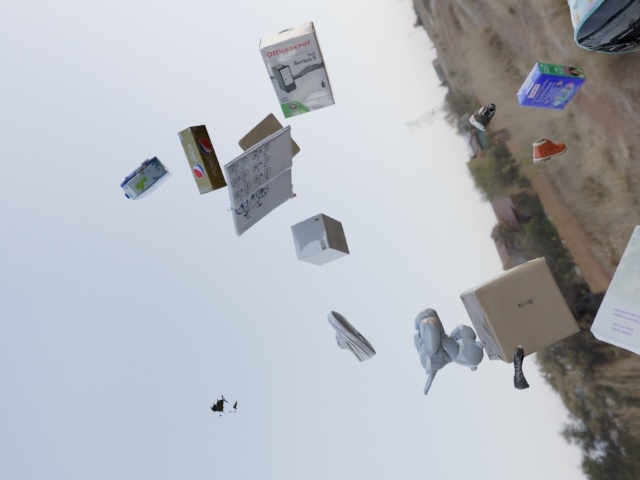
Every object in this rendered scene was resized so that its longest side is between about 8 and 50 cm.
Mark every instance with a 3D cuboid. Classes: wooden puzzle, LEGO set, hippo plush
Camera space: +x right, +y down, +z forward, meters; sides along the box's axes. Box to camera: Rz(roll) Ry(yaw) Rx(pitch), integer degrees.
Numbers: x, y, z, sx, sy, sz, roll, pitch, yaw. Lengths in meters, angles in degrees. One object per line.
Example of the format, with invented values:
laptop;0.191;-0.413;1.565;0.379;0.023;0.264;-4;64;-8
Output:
wooden puzzle;-0.242;-0.447;2.177;0.238;0.221;0.044;50;173;-27
LEGO set;-0.266;0.453;1.247;0.083;0.023;0.054;36;-124;-29
hippo plush;0.485;0.378;1.697;0.294;0.236;0.234;-89;-3;-58

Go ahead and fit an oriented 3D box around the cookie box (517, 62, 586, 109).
cookie box;0.516;-0.346;1.030;0.092;0.107;0.040;105;167;-58

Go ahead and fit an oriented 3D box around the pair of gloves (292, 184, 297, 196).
pair of gloves;-0.157;-0.246;2.278;0.074;0.010;0.083;-13;-97;-40

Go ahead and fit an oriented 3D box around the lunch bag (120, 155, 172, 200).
lunch bag;-0.639;-0.222;1.680;0.090;0.176;0.219;49;173;-12

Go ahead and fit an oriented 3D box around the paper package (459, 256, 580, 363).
paper package;0.761;0.273;1.770;0.168;0.325;0.309;105;142;-78

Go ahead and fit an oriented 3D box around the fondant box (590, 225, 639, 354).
fondant box;0.905;0.146;1.198;0.096;0.238;0.330;32;-97;-42

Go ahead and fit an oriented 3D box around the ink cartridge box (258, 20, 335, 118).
ink cartridge box;-0.078;-0.600;1.626;0.115;0.198;0.273;-92;-15;-46

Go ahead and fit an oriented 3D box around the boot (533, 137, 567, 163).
boot;0.863;-0.353;1.723;0.158;0.059;0.084;-23;-77;-22

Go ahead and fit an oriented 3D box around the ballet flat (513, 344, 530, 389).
ballet flat;0.666;0.420;1.515;0.057;0.049;0.173;62;-145;-31

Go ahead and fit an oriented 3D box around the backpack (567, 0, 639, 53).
backpack;0.404;-0.329;0.560;0.188;0.166;0.144;103;163;-66

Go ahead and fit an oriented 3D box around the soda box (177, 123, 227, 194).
soda box;-0.326;-0.223;1.268;0.061;0.058;0.181;-31;-74;-53

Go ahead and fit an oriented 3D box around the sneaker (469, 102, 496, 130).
sneaker;0.518;-0.398;1.445;0.061;0.065;0.158;35;-139;3

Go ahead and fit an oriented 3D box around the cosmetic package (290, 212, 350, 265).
cosmetic package;0.000;0.000;1.838;0.184;0.151;0.151;21;-129;-59

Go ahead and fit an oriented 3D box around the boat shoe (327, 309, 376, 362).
boat shoe;0.097;0.353;1.636;0.258;0.084;0.095;47;-171;-22

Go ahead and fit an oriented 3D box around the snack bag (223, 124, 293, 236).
snack bag;-0.205;-0.201;1.635;0.323;0.037;0.342;-42;-30;-34
